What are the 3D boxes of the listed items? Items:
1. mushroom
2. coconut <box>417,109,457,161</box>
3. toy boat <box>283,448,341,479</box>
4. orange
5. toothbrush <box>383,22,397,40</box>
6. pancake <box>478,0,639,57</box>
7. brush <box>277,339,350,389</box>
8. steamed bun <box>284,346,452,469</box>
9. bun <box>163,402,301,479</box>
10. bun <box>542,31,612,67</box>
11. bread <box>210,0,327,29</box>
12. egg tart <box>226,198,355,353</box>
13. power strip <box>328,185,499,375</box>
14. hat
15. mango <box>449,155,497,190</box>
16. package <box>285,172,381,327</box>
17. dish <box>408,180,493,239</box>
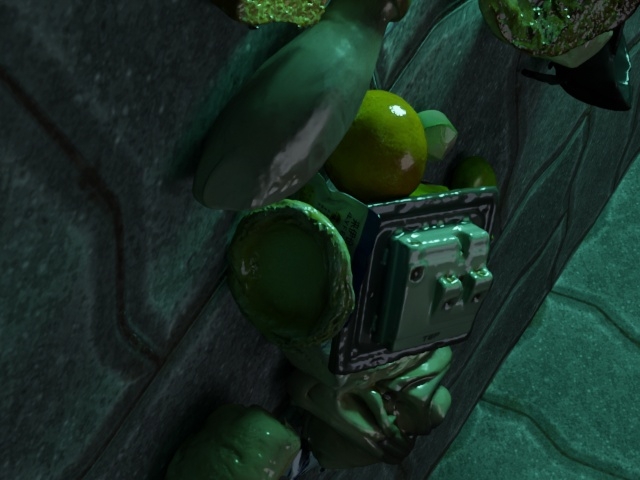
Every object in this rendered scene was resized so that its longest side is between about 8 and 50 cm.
[{"bbox_3d":[-0.017,-0.168,1.079,0.350,0.128,0.128,-58,158,-13],"label":"mushroom"},{"bbox_3d":[0.178,-0.168,1.571,0.083,0.081,0.082,22,110,-33],"label":"coconut"},{"bbox_3d":[0.022,0.409,1.936,0.291,0.070,0.210,-41,146,-34],"label":"toy boat"},{"bbox_3d":[0.068,-0.122,1.297,0.136,0.159,0.159,-18,144,-12],"label":"orange"},{"bbox_3d":[0.010,-0.184,1.252,0.354,0.024,0.029,-53,162,-20],"label":"toothbrush"},{"bbox_3d":[0.370,-0.446,1.457,0.356,0.065,0.356,-10,113,-25],"label":"pancake"},{"bbox_3d":[0.016,0.069,1.394,0.166,0.174,0.267,-38,142,-27],"label":"brush"},{"bbox_3d":[0.106,0.240,1.669,0.352,0.247,0.339,-51,155,-13],"label":"steamed bun"},{"bbox_3d":[-0.137,0.334,1.382,0.244,0.153,0.244,-57,178,-3],"label":"bun"},{"bbox_3d":[0.412,-0.405,1.608,0.231,0.231,0.133,-56,-168,-13],"label":"bun"},{"bbox_3d":[-0.050,-0.269,0.970,0.187,0.065,0.103,-25,140,-58],"label":"bread"},{"bbox_3d":[-0.027,0.039,1.216,0.078,0.197,0.197,-26,139,-52],"label":"egg tart"},{"bbox_3d":[0.144,0.063,1.320,0.257,0.092,0.251,-11,127,-33],"label":"power strip"},{"bbox_3d":[0.514,-0.418,1.948,0.238,0.209,0.336,-68,151,-47],"label":"hat"},{"bbox_3d":[0.302,-0.099,1.903,0.117,0.089,0.163,-47,153,-34],"label":"mango"},{"bbox_3d":[0.000,0.000,1.256,0.027,0.173,0.171,-10,127,-42],"label":"package"},{"bbox_3d":[0.146,-0.030,1.578,0.262,0.221,0.108,6,70,-58],"label":"dish"}]
